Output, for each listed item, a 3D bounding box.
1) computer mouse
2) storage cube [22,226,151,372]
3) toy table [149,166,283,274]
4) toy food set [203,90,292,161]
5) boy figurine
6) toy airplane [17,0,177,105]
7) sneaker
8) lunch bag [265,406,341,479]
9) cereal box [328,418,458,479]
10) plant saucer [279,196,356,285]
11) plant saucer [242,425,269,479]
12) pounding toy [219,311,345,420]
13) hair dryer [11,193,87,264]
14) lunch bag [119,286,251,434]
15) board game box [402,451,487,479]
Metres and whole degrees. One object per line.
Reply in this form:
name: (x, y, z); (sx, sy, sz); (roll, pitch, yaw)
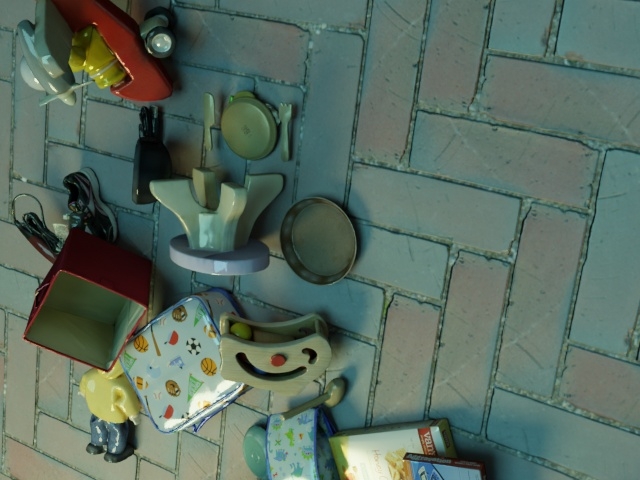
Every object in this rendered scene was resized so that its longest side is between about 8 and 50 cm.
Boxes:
computer mouse: (-0.326, -0.150, 1.843); (0.072, 0.272, 0.188); (5, 108, -11)
storage cube: (-0.472, 0.117, 1.929); (0.215, 0.193, 0.184); (26, 111, -18)
toy table: (-0.193, -0.041, 1.763); (0.274, 0.252, 0.161); (18, 111, 52)
toy food set: (-0.133, -0.219, 1.803); (0.192, 0.038, 0.132); (12, 113, 24)
boy figurine: (-0.468, 0.341, 2.092); (0.177, 0.092, 0.285); (13, 106, 30)
toy airplane: (-0.489, -0.405, 1.774); (0.272, 0.386, 0.384); (-46, 74, 18)
sneaker: (-0.507, -0.066, 2.039); (0.072, 0.077, 0.178); (-30, 84, 34)
lunch bag: (-0.036, 0.404, 1.831); (0.129, 0.096, 0.151); (-16, 82, 34)
cereal box: (0.145, 0.429, 1.752); (0.240, 0.047, 0.173); (-15, 94, 33)
plant saucer: (0.000, 0.000, 1.765); (0.168, 0.029, 0.168); (7, 103, 31)
plant saucer: (-0.125, 0.436, 1.915); (0.119, 0.021, 0.119); (22, 120, 46)
pounding toy: (-0.061, 0.224, 1.743); (0.269, 0.155, 0.154); (17, 119, -17)
hair dryer: (-0.564, 0.039, 2.084); (0.223, 0.080, 0.293); (14, 119, 33)
lunch bag: (-0.263, 0.255, 1.935); (0.303, 0.115, 0.243); (-36, 83, 31)
board game box: (0.236, 0.504, 1.675); (0.145, 0.027, 0.281); (1, 116, 26)
